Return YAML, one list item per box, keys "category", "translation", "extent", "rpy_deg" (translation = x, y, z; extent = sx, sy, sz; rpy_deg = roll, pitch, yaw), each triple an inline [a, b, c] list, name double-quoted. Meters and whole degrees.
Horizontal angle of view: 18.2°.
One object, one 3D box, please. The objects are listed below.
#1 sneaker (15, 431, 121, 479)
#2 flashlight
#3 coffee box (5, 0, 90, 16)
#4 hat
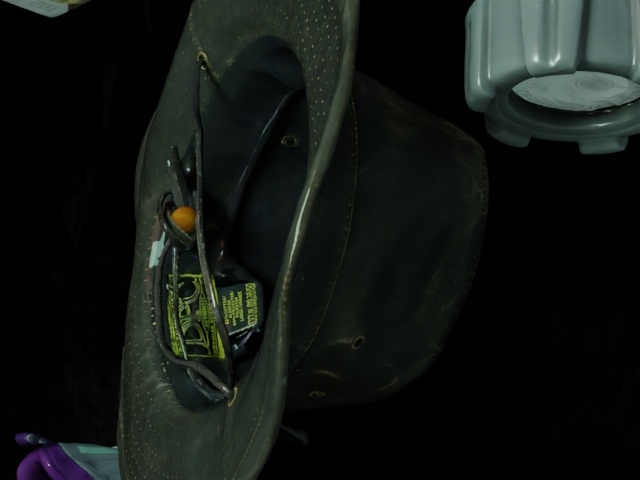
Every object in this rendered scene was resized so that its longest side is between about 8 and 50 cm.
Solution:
- category: "sneaker"
  translation: [-0.134, 0.216, 1.091]
  extent: [0.083, 0.098, 0.224]
  rpy_deg: [-32, 52, 43]
- category: "flashlight"
  translation: [0.119, -0.196, 0.919]
  extent: [0.103, 0.103, 0.304]
  rpy_deg: [-5, 69, 24]
- category: "coffee box"
  translation: [-0.124, -0.265, 1.250]
  extent: [0.297, 0.118, 0.168]
  rpy_deg: [-12, 66, 51]
- category: "hat"
  translation: [0.000, 0.000, 0.970]
  extent: [0.331, 0.134, 0.331]
  rpy_deg: [-171, 90, -72]
